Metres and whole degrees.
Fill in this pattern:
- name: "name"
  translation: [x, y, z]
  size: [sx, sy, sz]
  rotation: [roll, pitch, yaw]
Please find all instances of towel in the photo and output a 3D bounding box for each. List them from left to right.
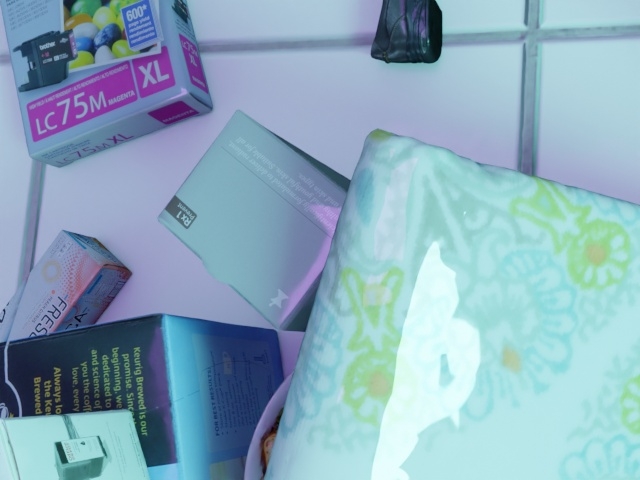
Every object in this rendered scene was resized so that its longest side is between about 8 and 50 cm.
- name: "towel"
  translation: [0.155, 0.130, 0.535]
  size: [0.374, 0.090, 0.320]
  rotation: [13, 95, -18]

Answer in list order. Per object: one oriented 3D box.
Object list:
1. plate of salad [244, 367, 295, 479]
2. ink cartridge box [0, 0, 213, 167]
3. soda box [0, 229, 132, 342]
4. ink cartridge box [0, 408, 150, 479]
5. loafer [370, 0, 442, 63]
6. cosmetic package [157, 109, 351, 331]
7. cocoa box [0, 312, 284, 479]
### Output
- name: "plate of salad"
  translation: [0.034, 0.164, 0.628]
  size: [0.048, 0.200, 0.200]
  rotation: [19, 88, 54]
- name: "ink cartridge box"
  translation: [-0.234, -0.249, 0.844]
  size: [0.186, 0.065, 0.311]
  rotation: [-18, 75, 15]
- name: "soda box"
  translation: [-0.269, 0.080, 0.805]
  size: [0.063, 0.058, 0.183]
  rotation: [39, 94, 19]
- name: "ink cartridge box"
  translation: [-0.176, 0.142, 0.478]
  size: [0.099, 0.135, 0.056]
  rotation: [-23, 75, 11]
- name: "loafer"
  translation: [0.074, -0.241, 0.740]
  size: [0.061, 0.062, 0.170]
  rotation: [-1, 80, 23]
- name: "cosmetic package"
  translation: [0.000, 0.000, 0.632]
  size: [0.127, 0.238, 0.107]
  rotation: [39, 95, 19]
- name: "cocoa box"
  translation: [-0.148, 0.248, 0.647]
  size: [0.228, 0.231, 0.347]
  rotation: [-12, 78, 15]
